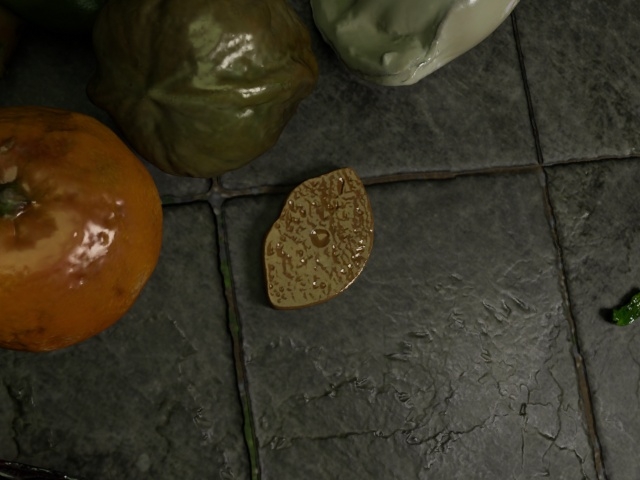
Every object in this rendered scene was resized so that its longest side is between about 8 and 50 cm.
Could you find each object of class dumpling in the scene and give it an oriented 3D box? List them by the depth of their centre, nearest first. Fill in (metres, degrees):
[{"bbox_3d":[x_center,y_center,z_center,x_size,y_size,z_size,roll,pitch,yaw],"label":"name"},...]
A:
[{"bbox_3d":[0.135,-0.399,0.858,0.315,0.233,0.395,30,89,24],"label":"dumpling"}]

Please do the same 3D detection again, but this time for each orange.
[{"bbox_3d":[-0.300,-0.013,0.649,0.260,0.261,0.261,2,82,-14],"label":"orange"}]

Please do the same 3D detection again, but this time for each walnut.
[{"bbox_3d":[-0.132,-0.197,0.709,0.282,0.283,0.228,-10,114,-15],"label":"walnut"}]

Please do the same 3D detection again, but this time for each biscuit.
[{"bbox_3d":[0.000,0.000,0.825,0.141,0.029,0.221,27,76,-8],"label":"biscuit"}]

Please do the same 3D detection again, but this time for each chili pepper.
[{"bbox_3d":[0.474,0.104,0.932,0.091,0.034,0.030,-27,56,-15],"label":"chili pepper"}]

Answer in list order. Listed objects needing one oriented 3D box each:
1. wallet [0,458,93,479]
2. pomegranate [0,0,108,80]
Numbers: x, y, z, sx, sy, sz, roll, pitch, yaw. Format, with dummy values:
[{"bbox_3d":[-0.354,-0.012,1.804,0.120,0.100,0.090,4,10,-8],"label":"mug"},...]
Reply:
[{"bbox_3d":[-0.350,0.322,0.632,0.262,0.071,0.221,19,114,-8],"label":"wallet"},{"bbox_3d":[-0.322,-0.318,0.687,0.231,0.231,0.286,46,74,-4],"label":"pomegranate"}]
